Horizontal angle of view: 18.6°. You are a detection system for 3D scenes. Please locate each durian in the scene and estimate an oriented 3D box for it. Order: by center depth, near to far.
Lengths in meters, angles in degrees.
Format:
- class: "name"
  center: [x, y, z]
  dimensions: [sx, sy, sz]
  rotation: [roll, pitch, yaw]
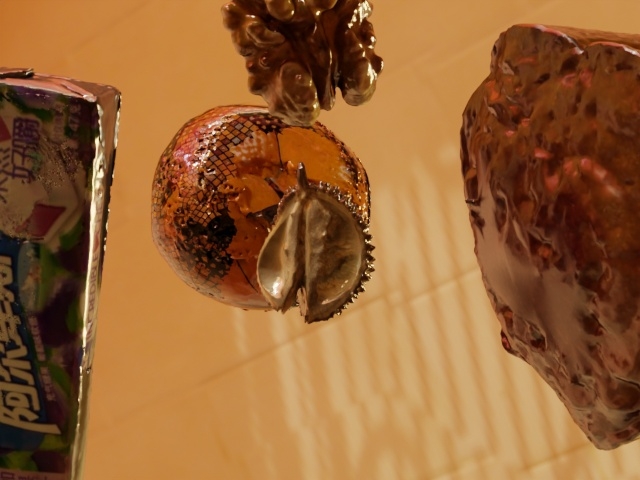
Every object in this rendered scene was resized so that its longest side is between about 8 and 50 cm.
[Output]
- class: "durian"
  center: [-0.002, 0.000, 1.709]
  dimensions: [0.071, 0.110, 0.140]
  rotation: [-16, -80, -74]

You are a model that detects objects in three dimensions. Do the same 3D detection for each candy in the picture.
- class: "candy"
  center: [-0.187, 0.047, 1.254]
  dimensions: [0.061, 0.088, 0.312]
  rotation: [-66, -17, -75]

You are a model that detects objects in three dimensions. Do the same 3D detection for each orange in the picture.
- class: "orange"
  center: [-0.064, -0.035, 2.041]
  dimensions: [0.234, 0.182, 0.234]
  rotation: [4, -118, -8]

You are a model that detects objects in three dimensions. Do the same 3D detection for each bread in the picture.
- class: "bread"
  center: [0.161, -0.005, 1.058]
  dimensions: [0.135, 0.246, 0.232]
  rotation: [-8, -81, -22]

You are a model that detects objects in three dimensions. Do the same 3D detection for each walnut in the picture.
- class: "walnut"
  center: [-0.009, -0.190, 1.750]
  dimensions: [0.143, 0.069, 0.170]
  rotation: [-24, -79, -14]
